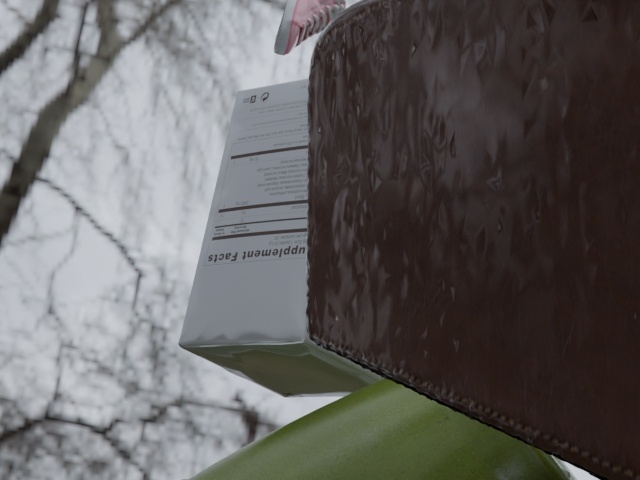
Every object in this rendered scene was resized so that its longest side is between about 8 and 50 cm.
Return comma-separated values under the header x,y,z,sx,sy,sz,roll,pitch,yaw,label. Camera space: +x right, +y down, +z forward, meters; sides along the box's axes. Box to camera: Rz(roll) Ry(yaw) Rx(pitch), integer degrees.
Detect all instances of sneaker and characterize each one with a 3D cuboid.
x,y,z,sx,sy,sz,roll,pitch,yaw,label
-0.007,-0.249,1.753,0.070,0.134,0.051,19,-44,-4,sneaker

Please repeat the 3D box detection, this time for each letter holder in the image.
x,y,z,sx,sy,sz,roll,pitch,yaw,label
0.107,-0.057,0.474,0.152,0.214,0.302,-3,5,-17,letter holder

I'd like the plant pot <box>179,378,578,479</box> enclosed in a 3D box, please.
x,y,z,sx,sy,sz,roll,pitch,yaw,label
0.063,0.285,1.396,0.353,0.366,0.366,-38,-39,4,plant pot

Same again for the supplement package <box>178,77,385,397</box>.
x,y,z,sx,sy,sz,roll,pitch,yaw,label
0.000,0.000,1.634,0.175,0.293,0.177,-5,-24,39,supplement package
